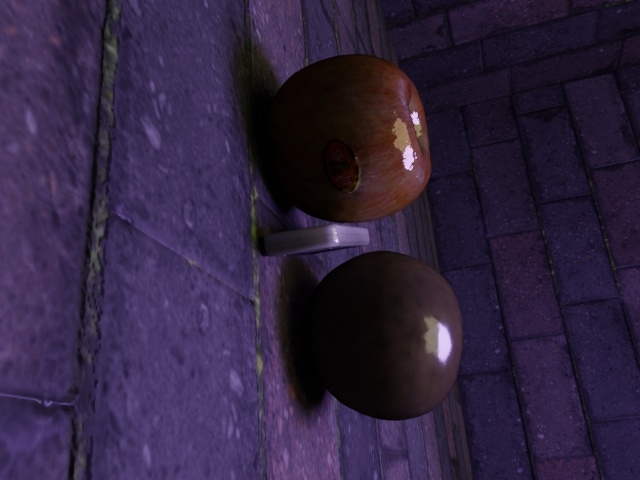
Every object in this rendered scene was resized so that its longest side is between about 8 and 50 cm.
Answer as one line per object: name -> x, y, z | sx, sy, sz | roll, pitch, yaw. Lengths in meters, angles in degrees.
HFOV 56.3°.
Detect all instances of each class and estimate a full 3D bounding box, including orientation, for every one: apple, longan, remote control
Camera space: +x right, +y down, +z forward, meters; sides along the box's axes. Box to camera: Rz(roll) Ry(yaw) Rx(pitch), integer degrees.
apple -> 0.036, -0.122, 0.742 | 0.211, 0.188, 0.211 | -13, 90, -72
longan -> 0.078, 0.109, 0.730 | 0.220, 0.196, 0.197 | -60, 138, -57
remote control -> 0.000, 0.000, 0.711 | 0.190, 0.087, 0.029 | -1, 82, -74
